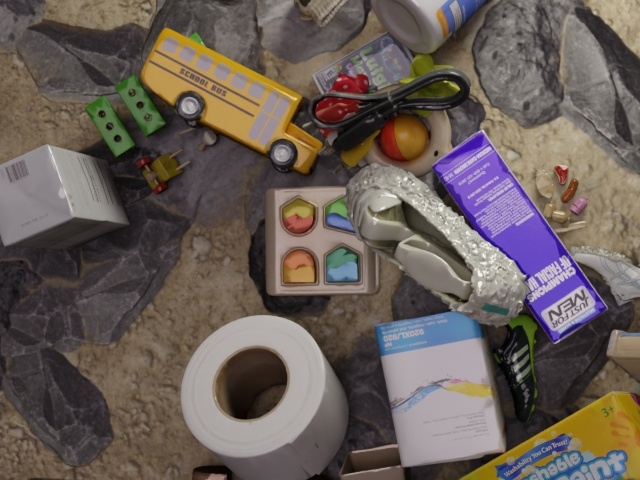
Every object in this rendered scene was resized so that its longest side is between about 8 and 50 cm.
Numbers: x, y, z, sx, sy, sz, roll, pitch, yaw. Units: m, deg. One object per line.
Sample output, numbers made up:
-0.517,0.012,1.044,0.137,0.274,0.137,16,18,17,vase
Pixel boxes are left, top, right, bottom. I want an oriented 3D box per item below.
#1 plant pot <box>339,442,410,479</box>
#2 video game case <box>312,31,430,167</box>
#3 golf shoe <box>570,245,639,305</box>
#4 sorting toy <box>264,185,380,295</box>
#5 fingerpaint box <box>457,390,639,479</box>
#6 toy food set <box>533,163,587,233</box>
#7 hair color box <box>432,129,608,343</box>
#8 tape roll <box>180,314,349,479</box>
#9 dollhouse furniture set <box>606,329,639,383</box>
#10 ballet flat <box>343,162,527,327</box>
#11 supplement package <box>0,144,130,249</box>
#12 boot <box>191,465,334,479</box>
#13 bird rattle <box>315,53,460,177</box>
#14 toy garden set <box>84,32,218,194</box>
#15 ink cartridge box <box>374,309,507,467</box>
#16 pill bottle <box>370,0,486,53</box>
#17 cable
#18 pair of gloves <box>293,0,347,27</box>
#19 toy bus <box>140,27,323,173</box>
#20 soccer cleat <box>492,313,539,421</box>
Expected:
0.101,0.411,1.727,0.109,0.109,0.096,-11,97,12,plant pot
0.102,-0.250,1.794,0.173,0.022,0.190,-29,82,9,video game case
0.487,0.063,1.674,0.176,0.069,0.086,19,98,14,golf shoe
0.000,0.000,1.797,0.208,0.038,0.193,-1,87,13,sorting toy
0.367,0.496,1.547,0.445,0.163,0.371,-35,66,21,fingerpaint box
0.408,-0.074,1.721,0.078,0.019,0.122,-12,77,11,toy food set
0.321,-0.002,1.652,0.110,0.185,0.339,-36,80,9,hair color box
-0.089,0.266,1.692,0.246,0.169,0.246,-8,58,13,tape roll
0.632,0.097,1.624,0.198,0.286,0.303,-6,56,48,dollhouse furniture set
0.148,-0.006,1.600,0.409,0.147,0.147,38,96,40,ballet flat
-0.458,-0.070,1.795,0.139,0.244,0.134,-22,84,10,supplement package
-0.096,0.509,1.763,0.283,0.109,0.220,0,92,6,boot
0.122,-0.198,1.718,0.254,0.143,0.207,-17,101,14,bird rattle
-0.269,-0.222,1.860,0.244,0.049,0.204,-33,89,2,toy garden set
0.201,0.235,1.673,0.168,0.171,0.232,-12,84,11,ink cartridge box
0.223,-0.449,1.690,0.152,0.152,0.272,43,77,11,pill bottle
0.096,-0.220,1.646,0.287,0.072,0.139,-30,108,21,cable
0.054,-0.461,1.743,0.042,0.204,0.240,41,94,-27,pair of gloves
-0.145,-0.232,1.778,0.333,0.108,0.130,27,89,1,toy bus
0.323,0.211,1.701,0.072,0.060,0.179,3,81,-6,soccer cleat
